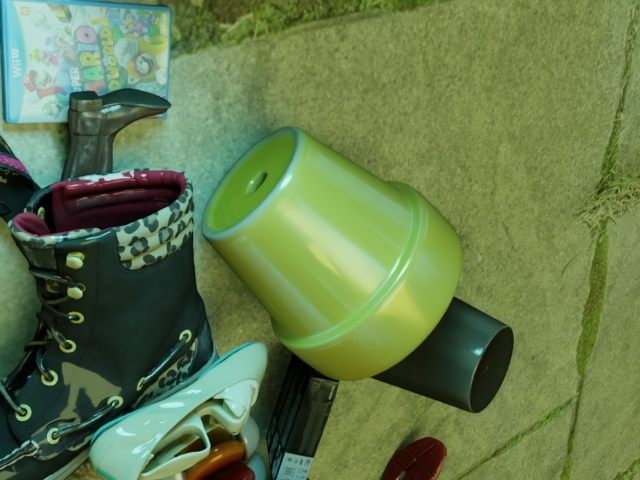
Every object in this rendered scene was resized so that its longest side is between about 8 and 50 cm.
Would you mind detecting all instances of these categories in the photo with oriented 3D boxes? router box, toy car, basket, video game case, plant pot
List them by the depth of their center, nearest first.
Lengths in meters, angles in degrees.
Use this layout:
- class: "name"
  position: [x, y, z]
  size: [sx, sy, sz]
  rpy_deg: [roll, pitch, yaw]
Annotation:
- class: "video game case"
  position: [-0.230, -0.178, 0.702]
  size: [0.166, 0.015, 0.119]
  rpy_deg: [-9, 117, -36]
- class: "plant pot"
  position: [0.000, 0.000, 0.839]
  size: [0.239, 0.254, 0.254]
  rpy_deg: [42, 83, -27]
- class: "toy car"
  position: [-0.138, 0.332, 0.954]
  size: [0.159, 0.136, 0.182]
  rpy_deg: [-23, 125, -29]
- class: "router box"
  position: [-0.029, 0.244, 0.998]
  size: [0.046, 0.133, 0.179]
  rpy_deg: [15, 105, -13]
- class: "basket"
  position: [0.144, 0.139, 1.000]
  size: [0.154, 0.226, 0.205]
  rpy_deg: [-33, 131, -41]

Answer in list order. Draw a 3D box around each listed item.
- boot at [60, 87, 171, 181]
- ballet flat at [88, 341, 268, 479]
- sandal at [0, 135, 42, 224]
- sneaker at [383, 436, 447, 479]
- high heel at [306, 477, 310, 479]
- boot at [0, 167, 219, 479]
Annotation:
- class: "boot"
  position: [-0.213, -0.098, 0.728]
  size: [0.106, 0.037, 0.114]
  rpy_deg: [-4, 127, -29]
- class: "ballet flat"
  position: [-0.132, 0.198, 0.777]
  size: [0.248, 0.086, 0.086]
  rpy_deg: [-28, 128, -39]
- class: "sandal"
  position: [-0.311, -0.056, 0.681]
  size: [0.067, 0.040, 0.179]
  rpy_deg: [-46, 133, -10]
- class: "sneaker"
  position: [0.176, 0.464, 1.329]
  size: [0.221, 0.087, 0.128]
  rpy_deg: [-51, 143, 10]
- class: "high heel"
  position: [0.004, 0.431, 0.996]
  size: [0.377, 0.181, 0.127]
  rpy_deg: [53, 59, -77]
- class: "boot"
  position: [-0.268, 0.099, 0.708]
  size: [0.377, 0.138, 0.284]
  rpy_deg: [-22, 132, -34]
